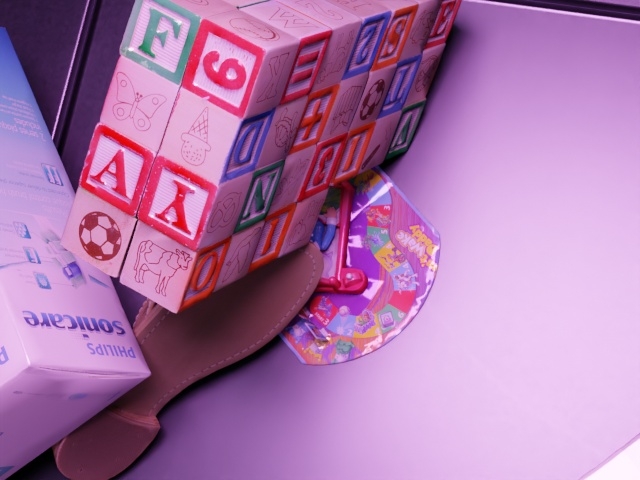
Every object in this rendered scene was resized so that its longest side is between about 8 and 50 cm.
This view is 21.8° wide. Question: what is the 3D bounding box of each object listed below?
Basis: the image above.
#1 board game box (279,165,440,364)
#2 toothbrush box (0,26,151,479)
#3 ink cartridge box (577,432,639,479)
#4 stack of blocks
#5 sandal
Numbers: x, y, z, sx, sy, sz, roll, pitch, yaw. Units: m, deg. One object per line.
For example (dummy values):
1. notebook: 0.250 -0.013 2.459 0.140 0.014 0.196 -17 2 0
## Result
1. board game box: 0.000 0.000 1.168 0.133 0.033 0.169 -41 72 1
2. toothbrush box: -0.277 0.017 1.137 0.216 0.126 0.295 -37 65 24
3. ink cartridge box: 0.193 0.294 1.039 0.239 0.060 0.275 -36 71 1
4. stack of blocks: -0.026 -0.084 1.056 0.087 0.297 0.171 29 116 18
5. sandal: -0.106 0.060 1.156 0.240 0.088 0.079 -45 39 12
